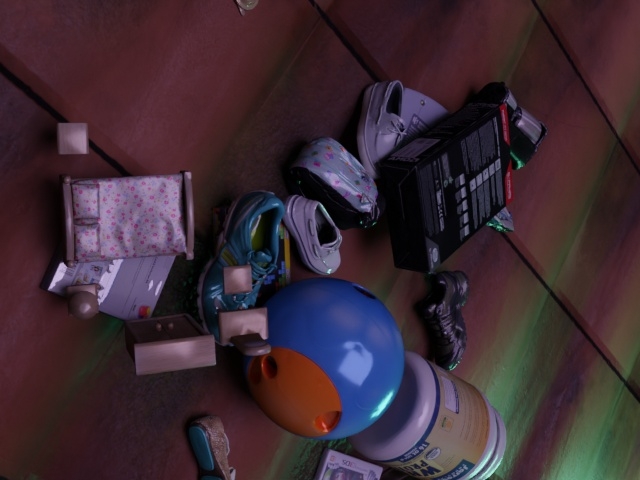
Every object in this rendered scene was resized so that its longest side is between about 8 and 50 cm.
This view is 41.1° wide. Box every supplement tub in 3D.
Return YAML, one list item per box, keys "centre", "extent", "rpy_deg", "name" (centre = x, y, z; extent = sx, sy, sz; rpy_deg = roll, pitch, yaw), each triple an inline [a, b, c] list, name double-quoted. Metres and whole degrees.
- centre: [0.219, 0.375, 1.763]
  extent: [0.316, 0.228, 0.228]
  rpy_deg: [32, 74, -38]
  name: "supplement tub"

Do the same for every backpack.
- centre: [0.024, -0.106, 1.614]
  extent: [0.182, 0.152, 0.115]
  rpy_deg: [43, 62, -22]
  name: "backpack"

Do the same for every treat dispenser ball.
- centre: [0.006, 0.209, 1.521]
  extent: [0.288, 0.288, 0.288]
  rpy_deg: [-5, 98, -40]
  name: "treat dispenser ball"

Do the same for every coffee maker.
- centre: [0.408, -0.244, 1.932]
  extent: [0.178, 0.120, 0.171]
  rpy_deg: [31, 75, -38]
  name: "coffee maker"

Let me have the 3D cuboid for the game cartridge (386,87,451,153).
- centre: [0.229, -0.190, 1.829]
  extent: [0.294, 0.060, 0.196]
  rpy_deg: [34, 76, -38]
  name: "game cartridge"

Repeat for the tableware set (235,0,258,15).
- centre: [-0.123, -0.491, 1.514]
  extent: [0.169, 0.020, 0.141]
  rpy_deg: [-47, 124, -28]
  name: "tableware set"

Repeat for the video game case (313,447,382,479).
- centre: [0.040, 0.541, 1.762]
  extent: [0.173, 0.022, 0.190]
  rpy_deg: [29, 76, -38]
  name: "video game case"

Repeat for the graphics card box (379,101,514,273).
- centre: [0.268, -0.117, 1.736]
  extent: [0.371, 0.094, 0.233]
  rpy_deg: [-37, 126, -43]
  name: "graphics card box"

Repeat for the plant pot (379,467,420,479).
- centre: [0.212, 0.587, 1.822]
  extent: [0.167, 0.165, 0.167]
  rpy_deg: [-6, 99, -40]
  name: "plant pot"

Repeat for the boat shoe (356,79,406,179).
- centre: [0.126, -0.225, 1.667]
  extent: [0.079, 0.081, 0.227]
  rpy_deg: [39, 46, -42]
  name: "boat shoe"

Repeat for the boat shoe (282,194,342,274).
- centre: [0.000, 0.000, 1.599]
  extent: [0.226, 0.075, 0.083]
  rpy_deg: [52, 53, -51]
  name: "boat shoe"

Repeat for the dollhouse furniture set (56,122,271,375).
- centre: [-0.222, 0.000, 1.267]
  extent: [0.303, 0.174, 0.356]
  rpy_deg: [-5, 99, -20]
  name: "dollhouse furniture set"

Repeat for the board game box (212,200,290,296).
- centre: [-0.123, 0.018, 1.549]
  extent: [0.141, 0.048, 0.170]
  rpy_deg: [-9, 100, -41]
  name: "board game box"

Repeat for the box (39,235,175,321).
- centre: [-0.337, 0.044, 1.374]
  extent: [0.186, 0.038, 0.145]
  rpy_deg: [28, 77, -38]
  name: "box"

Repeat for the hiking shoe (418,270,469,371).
- centre: [0.260, 0.175, 1.887]
  extent: [0.114, 0.086, 0.227]
  rpy_deg: [7, 84, -28]
  name: "hiking shoe"

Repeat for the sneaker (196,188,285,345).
- centre: [-0.131, 0.046, 1.444]
  extent: [0.107, 0.110, 0.275]
  rpy_deg: [16, 86, -37]
  name: "sneaker"

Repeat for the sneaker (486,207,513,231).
- centre: [0.409, -0.063, 2.005]
  extent: [0.135, 0.052, 0.058]
  rpy_deg: [24, 69, -47]
  name: "sneaker"

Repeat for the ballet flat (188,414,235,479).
- centre: [-0.182, 0.406, 1.529]
  extent: [0.067, 0.073, 0.206]
  rpy_deg: [-28, 116, -51]
  name: "ballet flat"
